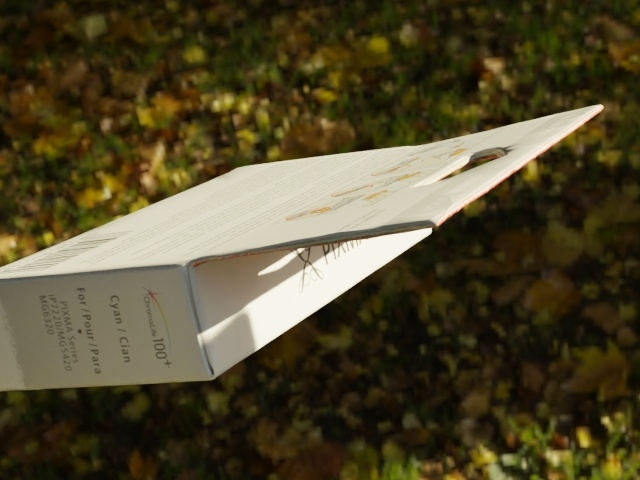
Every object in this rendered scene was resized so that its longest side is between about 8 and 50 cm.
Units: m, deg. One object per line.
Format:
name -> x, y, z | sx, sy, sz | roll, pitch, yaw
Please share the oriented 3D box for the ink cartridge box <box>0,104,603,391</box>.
ink cartridge box -> 0.000, 0.000, 0.775 | 0.261, 0.066, 0.296 | -7, 11, 27
